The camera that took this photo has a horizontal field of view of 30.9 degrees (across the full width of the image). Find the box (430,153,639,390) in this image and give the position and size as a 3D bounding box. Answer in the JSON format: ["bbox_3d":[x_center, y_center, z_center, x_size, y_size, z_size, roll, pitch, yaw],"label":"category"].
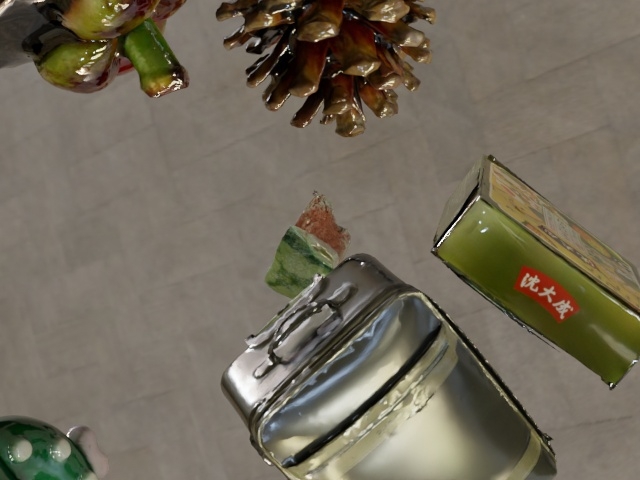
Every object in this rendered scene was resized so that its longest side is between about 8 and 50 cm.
[{"bbox_3d":[0.388,0.037,2.022,0.373,0.420,0.138,38,106,-1],"label":"box"}]

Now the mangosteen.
[{"bbox_3d":[-0.215,-0.233,0.935,0.302,0.275,0.275,47,130,-3],"label":"mangosteen"}]

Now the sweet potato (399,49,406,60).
[{"bbox_3d":[0.067,-0.270,1.519,0.098,0.292,0.097,0,92,5],"label":"sweet potato"}]

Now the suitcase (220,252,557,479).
[{"bbox_3d":[0.090,0.237,1.404,0.434,0.283,0.194,50,176,-28],"label":"suitcase"}]

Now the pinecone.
[{"bbox_3d":[0.002,-0.175,0.921,0.179,0.150,0.195,5,131,48],"label":"pinecone"}]

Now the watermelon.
[{"bbox_3d":[-0.011,0.022,1.577,0.098,0.158,0.121,27,116,-2],"label":"watermelon"}]

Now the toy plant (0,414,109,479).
[{"bbox_3d":[-0.193,0.210,0.654,0.113,0.233,0.243,-12,79,30],"label":"toy plant"}]
